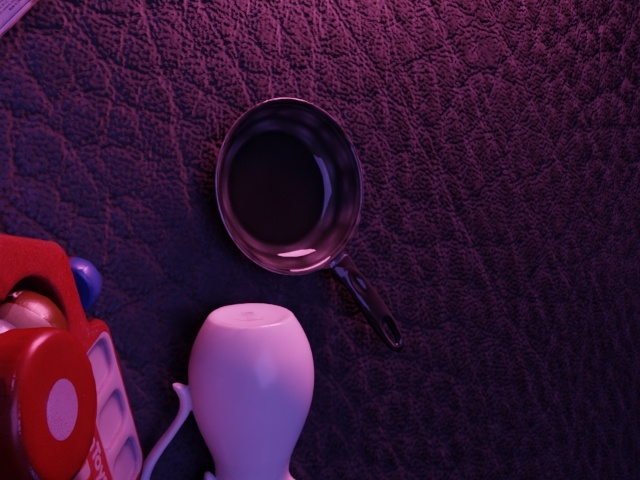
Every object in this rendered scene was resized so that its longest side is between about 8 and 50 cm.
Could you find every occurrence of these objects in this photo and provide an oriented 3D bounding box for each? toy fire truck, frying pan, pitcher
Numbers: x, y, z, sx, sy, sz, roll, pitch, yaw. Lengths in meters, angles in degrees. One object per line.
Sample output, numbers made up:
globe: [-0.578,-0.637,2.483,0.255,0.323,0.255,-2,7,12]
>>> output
toy fire truck: [-0.220,0.132,0.507,0.169,0.254,0.302,-6,111,6]
frying pan: [0.010,-0.027,0.795,0.326,0.053,0.197,36,69,-30]
pitcher: [-0.095,0.176,0.684,0.178,0.125,0.207,-3,101,-20]

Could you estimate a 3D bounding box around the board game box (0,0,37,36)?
board game box: [-0.409,-0.232,0.501,0.318,0.066,0.318,45,65,-26]
